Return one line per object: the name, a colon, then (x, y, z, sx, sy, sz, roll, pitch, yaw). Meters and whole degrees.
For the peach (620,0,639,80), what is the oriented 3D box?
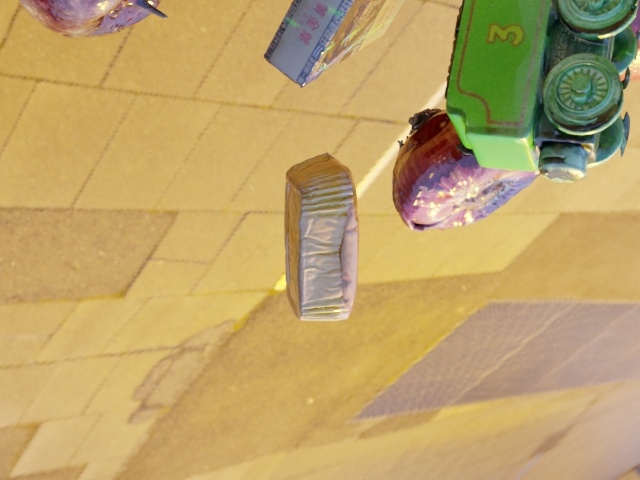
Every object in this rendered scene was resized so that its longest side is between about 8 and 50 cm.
peach: (0.461, -0.412, 1.321, 0.370, 0.370, 0.370, -24, 151, -14)

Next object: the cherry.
cherry: (-0.243, -0.308, 0.923, 0.195, 0.195, 0.195, -24, 151, -14)

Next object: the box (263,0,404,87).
box: (0.053, -0.383, 1.410, 0.310, 0.084, 0.198, -44, 172, -50)

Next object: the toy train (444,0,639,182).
toy train: (0.230, -0.183, 0.922, 0.188, 0.243, 0.132, 6, 167, 22)

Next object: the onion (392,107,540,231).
onion: (0.185, -0.114, 1.204, 0.230, 0.163, 0.230, -21, 153, -11)

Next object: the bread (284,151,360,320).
bread: (0.000, 0.000, 1.537, 0.119, 0.152, 0.288, -7, 117, -16)
